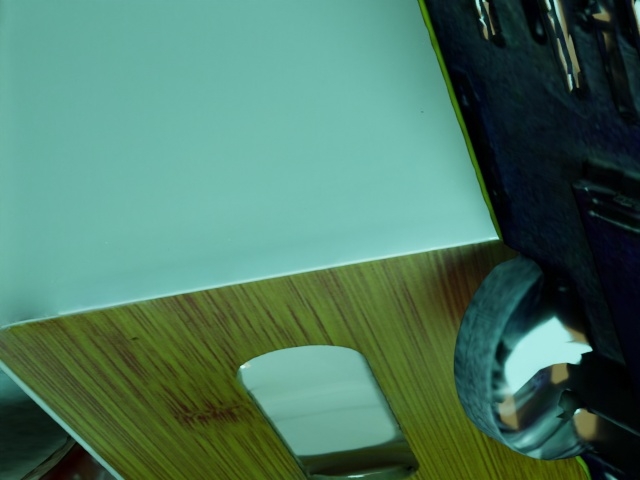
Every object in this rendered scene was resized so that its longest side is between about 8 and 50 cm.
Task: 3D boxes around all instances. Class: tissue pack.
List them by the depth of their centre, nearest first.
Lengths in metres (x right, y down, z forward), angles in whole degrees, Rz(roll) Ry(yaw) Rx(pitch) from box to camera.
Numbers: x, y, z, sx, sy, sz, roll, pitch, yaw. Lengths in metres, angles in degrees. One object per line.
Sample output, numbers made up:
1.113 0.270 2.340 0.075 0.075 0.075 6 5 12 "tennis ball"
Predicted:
-0.001 0.000 0.608 0.159 0.136 0.246 -10 154 8 "tissue pack"

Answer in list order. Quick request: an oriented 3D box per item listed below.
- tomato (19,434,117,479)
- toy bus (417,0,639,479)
-0.174 0.227 0.844 0.338 0.143 0.338 -43 -179 1 "tomato"
0.094 -0.067 0.381 0.151 0.145 0.331 -34 123 -20 "toy bus"
